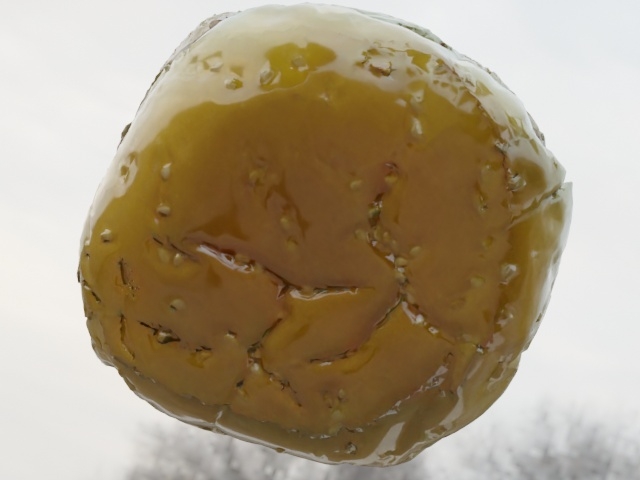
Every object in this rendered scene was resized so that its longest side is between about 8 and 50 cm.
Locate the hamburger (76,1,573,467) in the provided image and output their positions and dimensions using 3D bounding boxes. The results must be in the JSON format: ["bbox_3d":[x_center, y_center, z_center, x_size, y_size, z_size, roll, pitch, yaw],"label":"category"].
[{"bbox_3d":[0.000,0.000,0.893,0.244,0.244,0.163,21,15,-7],"label":"hamburger"}]
